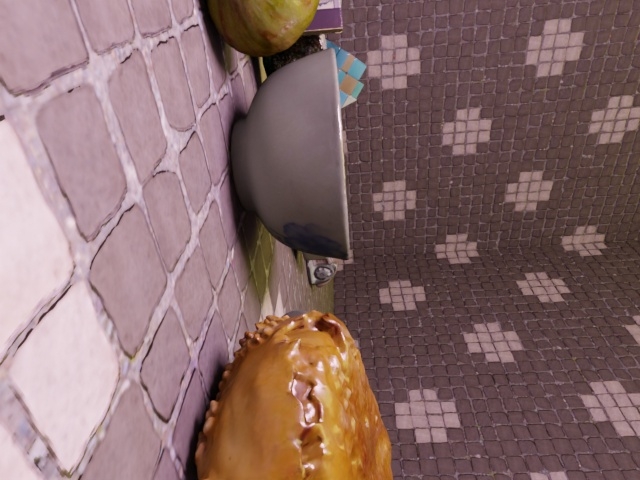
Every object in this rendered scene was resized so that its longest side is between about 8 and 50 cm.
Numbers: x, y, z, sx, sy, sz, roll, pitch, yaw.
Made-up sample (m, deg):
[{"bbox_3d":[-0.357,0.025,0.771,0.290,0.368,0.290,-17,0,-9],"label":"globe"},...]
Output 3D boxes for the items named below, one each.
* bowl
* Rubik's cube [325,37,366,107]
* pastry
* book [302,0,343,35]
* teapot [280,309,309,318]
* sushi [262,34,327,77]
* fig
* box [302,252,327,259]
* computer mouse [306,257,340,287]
[{"bbox_3d":[-0.040,-0.110,0.627,0.289,0.146,0.290,-5,90,-87],"label":"bowl"},{"bbox_3d":[0.021,-0.593,1.608,0.224,0.265,0.213,1,127,-55],"label":"Rubik's cube"},{"bbox_3d":[-0.022,0.230,0.448,0.255,0.161,0.311,-65,143,-60],"label":"pastry"},{"bbox_3d":[-0.051,-0.419,0.656,0.026,0.157,0.232,-37,123,-84],"label":"book"},{"bbox_3d":[-0.052,0.193,0.793,0.092,0.124,0.091,42,-40,28],"label":"teapot"},{"bbox_3d":[-0.056,-0.366,0.770,0.124,0.126,0.225,-78,156,-73],"label":"sushi"},{"bbox_3d":[-0.092,-0.282,0.469,0.245,0.149,0.150,-29,116,-65],"label":"fig"},{"bbox_3d":[-0.029,-0.170,1.116,0.373,0.090,0.368,81,4,-68],"label":"box"},{"bbox_3d":[0.007,0.001,1.492,0.200,0.114,0.390,-94,179,-49],"label":"computer mouse"}]
